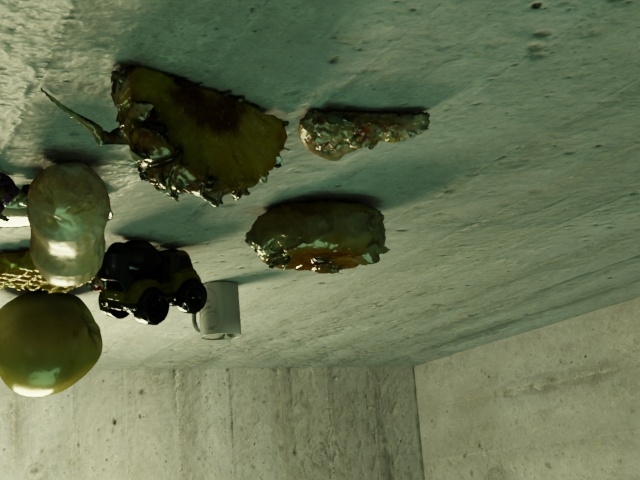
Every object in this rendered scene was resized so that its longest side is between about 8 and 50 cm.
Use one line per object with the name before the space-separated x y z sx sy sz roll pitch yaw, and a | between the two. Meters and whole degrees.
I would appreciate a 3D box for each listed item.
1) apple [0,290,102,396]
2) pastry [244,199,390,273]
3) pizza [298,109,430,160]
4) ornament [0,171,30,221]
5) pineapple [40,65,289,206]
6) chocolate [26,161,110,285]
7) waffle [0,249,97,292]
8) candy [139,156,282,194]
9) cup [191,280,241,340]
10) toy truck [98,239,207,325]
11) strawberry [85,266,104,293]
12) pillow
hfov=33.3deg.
apple | -0.646 0.234 2.511 0.262 0.262 0.262 -4 166 -1
pastry | -0.003 0.001 2.020 0.257 0.121 0.235 -13 164 34
pizza | 0.068 -0.155 1.576 0.195 0.052 0.185 -8 168 14
ornament | -0.523 -0.066 1.675 0.203 0.081 0.088 9 162 -44
pineapple | -0.194 -0.117 1.433 0.158 0.161 0.334 -11 167 30
chocolate | -0.404 -0.026 1.720 0.134 0.134 0.309 -1 153 -12
waffle | -0.592 0.063 2.211 0.211 0.055 0.160 6 161 -37
candy | -0.171 -0.116 1.655 0.226 0.051 0.094 -9 162 19
cup | -0.262 0.175 2.594 0.136 0.133 0.099 -7 166 12
toy truck | -0.341 0.074 2.174 0.147 0.165 0.224 6 -169 40
strawberry | -0.397 0.089 2.311 0.208 0.087 0.167 7 161 -43
pillow | -0.475 -0.054 1.825 0.232 0.038 0.131 -4 159 -2
